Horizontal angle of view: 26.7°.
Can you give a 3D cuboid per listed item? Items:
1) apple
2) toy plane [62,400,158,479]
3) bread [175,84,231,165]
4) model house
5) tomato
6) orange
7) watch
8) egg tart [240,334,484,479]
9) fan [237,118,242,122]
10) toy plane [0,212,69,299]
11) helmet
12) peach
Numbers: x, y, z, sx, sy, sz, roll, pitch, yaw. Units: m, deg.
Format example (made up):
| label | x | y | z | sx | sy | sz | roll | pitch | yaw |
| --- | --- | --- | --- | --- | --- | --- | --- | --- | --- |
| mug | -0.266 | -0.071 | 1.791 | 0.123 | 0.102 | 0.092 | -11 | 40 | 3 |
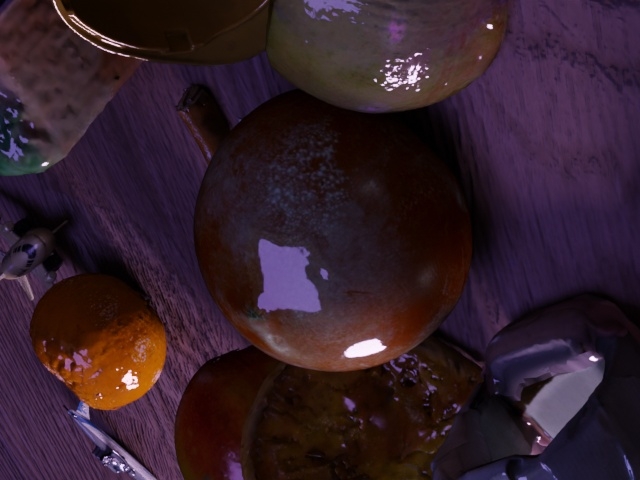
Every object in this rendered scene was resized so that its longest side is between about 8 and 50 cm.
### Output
| label | x | y | z | sx | sy | sz | roll | pitch | yaw |
| --- | --- | --- | --- | --- | --- | --- | --- | --- | --- |
| apple | 0.049 | -0.183 | 1.085 | 0.193 | 0.120 | 0.265 | 26 | 147 | 6 |
| toy plane | -0.346 | 0.350 | 2.249 | 0.226 | 0.058 | 0.226 | 56 | 163 | -18 |
| bread | -0.121 | -0.120 | 1.431 | 0.036 | 0.047 | 0.083 | -16 | 121 | 22 |
| model house | -0.385 | -0.250 | 1.390 | 0.312 | 0.245 | 0.280 | 8 | 141 | 36 |
| tomato | 0.000 | 0.000 | 1.257 | 0.270 | 0.222 | 0.270 | 28 | 147 | 20 |
| orange | -0.298 | 0.133 | 1.834 | 0.193 | 0.161 | 0.193 | 36 | 155 | 20 |
| watch | 0.203 | 0.185 | 1.215 | 0.162 | 0.241 | 0.253 | 47 | 150 | -6 |
| egg tart | 0.061 | 0.225 | 1.435 | 0.290 | 0.290 | 0.115 | 32 | 170 | 21 |
| fan | -0.019 | -0.032 | 1.449 | 0.131 | 0.009 | 0.240 | 0 | 127 | 47 |
| toy plane | -0.412 | 0.019 | 1.897 | 0.229 | 0.092 | 0.244 | 51 | 148 | -6 |
| helmet | -0.131 | -0.269 | 1.160 | 0.205 | 0.257 | 0.140 | -40 | 57 | 28 |
| peach | -0.067 | 0.243 | 1.636 | 0.231 | 0.231 | 0.231 | 30 | 146 | 23 |
